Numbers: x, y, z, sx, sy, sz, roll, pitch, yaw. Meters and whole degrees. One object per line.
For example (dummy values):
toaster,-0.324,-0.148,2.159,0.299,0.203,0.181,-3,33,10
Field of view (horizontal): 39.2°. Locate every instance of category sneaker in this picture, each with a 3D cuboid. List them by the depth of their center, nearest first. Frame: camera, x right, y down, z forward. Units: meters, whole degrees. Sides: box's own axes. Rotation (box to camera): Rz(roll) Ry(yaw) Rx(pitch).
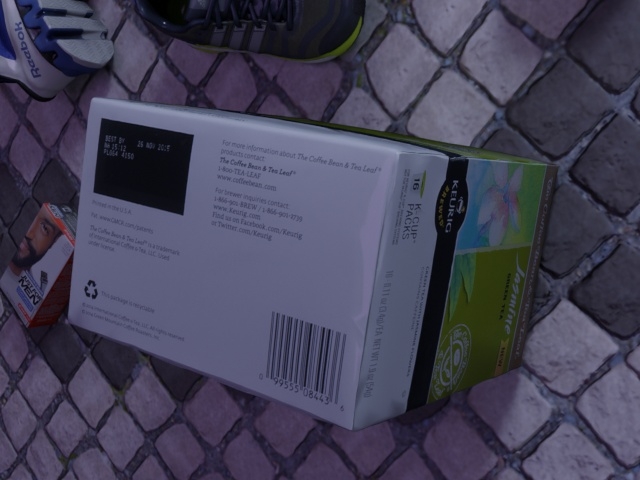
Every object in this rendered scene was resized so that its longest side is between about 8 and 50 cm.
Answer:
sneaker,-0.085,-0.257,1.012,0.300,0.121,0.111,5,97,35
sneaker,-0.430,-0.319,1.250,0.182,0.127,0.315,-37,74,30

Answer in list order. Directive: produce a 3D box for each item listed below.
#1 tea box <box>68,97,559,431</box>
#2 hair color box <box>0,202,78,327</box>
tea box,0.000,0.000,0.849,0.329,0.324,0.219,15,102,35
hair color box,-0.393,0.036,1.299,0.093,0.053,0.167,49,118,23
